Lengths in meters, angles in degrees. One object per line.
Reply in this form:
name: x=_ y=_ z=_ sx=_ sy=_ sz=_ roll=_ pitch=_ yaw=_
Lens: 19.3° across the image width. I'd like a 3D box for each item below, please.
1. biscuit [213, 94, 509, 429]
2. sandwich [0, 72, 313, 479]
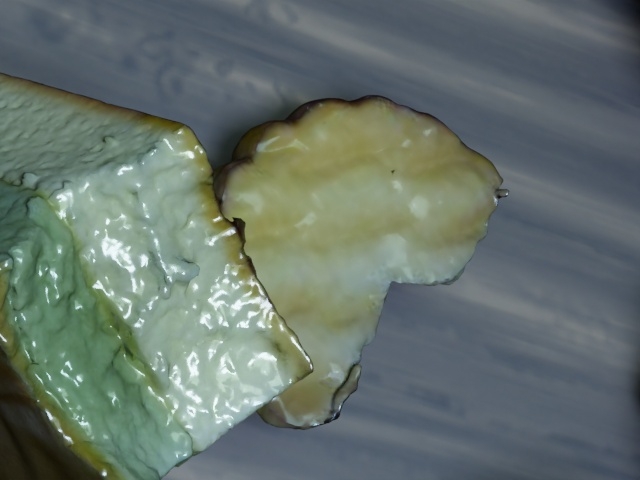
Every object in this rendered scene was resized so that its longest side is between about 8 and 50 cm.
biscuit: x=0.000 y=0.000 z=0.862 sx=0.118 sy=0.061 sz=0.183 roll=47 pitch=59 yaw=-2
sandwich: x=-0.122 y=0.004 z=0.734 sx=0.108 sy=0.186 sz=0.220 roll=-37 pitch=90 yaw=-31
